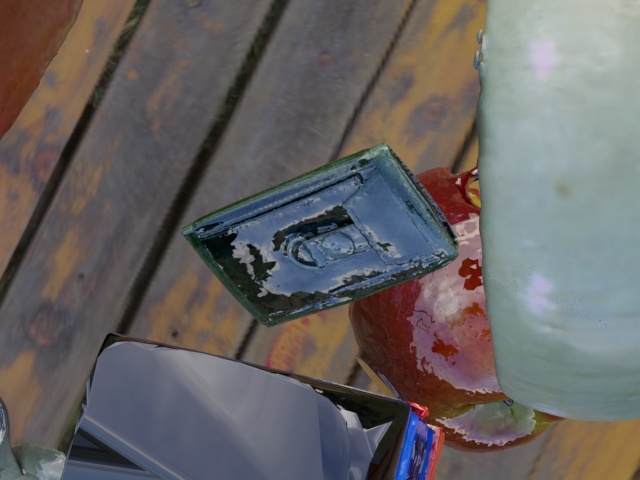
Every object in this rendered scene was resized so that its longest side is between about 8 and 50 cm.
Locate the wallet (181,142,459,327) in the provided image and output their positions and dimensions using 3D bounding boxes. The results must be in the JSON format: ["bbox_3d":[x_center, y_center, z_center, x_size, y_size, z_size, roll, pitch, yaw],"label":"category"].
[{"bbox_3d":[0.000,0.002,1.340,0.236,0.055,0.160,-22,128,23],"label":"wallet"}]

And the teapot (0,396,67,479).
[{"bbox_3d":[-0.336,0.289,1.297,0.305,0.285,0.223,46,126,9],"label":"teapot"}]

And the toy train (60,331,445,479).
[{"bbox_3d":[-0.031,0.131,0.353,0.082,0.131,0.204,12,79,11],"label":"toy train"}]

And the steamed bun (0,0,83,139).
[{"bbox_3d":[-0.325,-0.116,0.796,0.379,0.248,0.235,-64,146,-29],"label":"steamed bun"}]

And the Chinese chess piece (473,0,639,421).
[{"bbox_3d":[0.185,-0.060,0.875,0.146,0.349,0.349,-1,98,11],"label":"Chinese chess piece"}]

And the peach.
[{"bbox_3d":[0.196,0.100,1.812,0.310,0.335,0.406,-37,59,1],"label":"peach"}]
